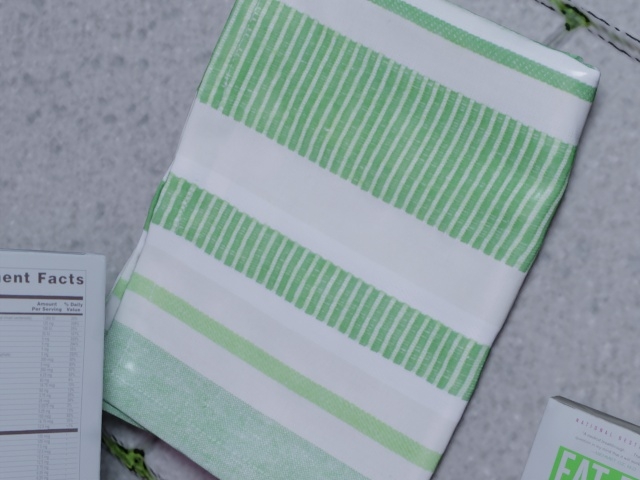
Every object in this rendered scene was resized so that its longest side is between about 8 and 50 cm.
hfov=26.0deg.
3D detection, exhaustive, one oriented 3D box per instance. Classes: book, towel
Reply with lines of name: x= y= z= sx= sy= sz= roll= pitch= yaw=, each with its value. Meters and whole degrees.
book: x=0.149 y=0.170 z=0.768 sx=0.096 sy=0.035 sz=0.144 roll=20 pitch=97 yaw=27
towel: x=0.000 y=0.000 z=0.835 sx=0.248 sy=0.038 sz=0.325 roll=28 pitch=98 yaw=21

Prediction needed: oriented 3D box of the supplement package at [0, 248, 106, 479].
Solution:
supplement package: x=-0.223 y=0.126 z=0.849 sx=0.134 sy=0.139 sz=0.244 roll=-2 pitch=85 yaw=53
